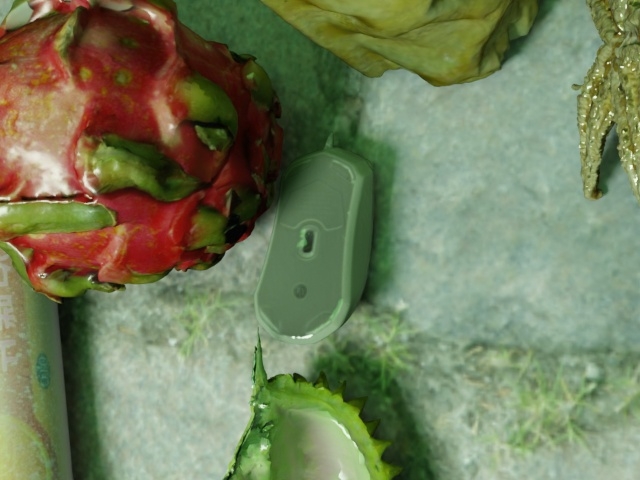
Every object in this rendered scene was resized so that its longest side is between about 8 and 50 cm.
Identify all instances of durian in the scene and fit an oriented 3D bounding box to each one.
[{"bbox_3d":[-0.056,0.259,0.855,0.158,0.169,0.351,9,55,44],"label":"durian"}]

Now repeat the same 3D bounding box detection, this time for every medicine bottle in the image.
[{"bbox_3d":[-0.285,0.047,1.030,0.108,0.108,0.426,-13,76,18],"label":"medicine bottle"}]

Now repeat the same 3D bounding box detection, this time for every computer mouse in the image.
[{"bbox_3d":[0.000,0.000,0.956,0.089,0.056,0.181,4,77,22],"label":"computer mouse"}]

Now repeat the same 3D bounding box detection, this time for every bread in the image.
[{"bbox_3d":[0.048,-0.241,0.872,0.196,0.252,0.238,-26,76,16],"label":"bread"}]

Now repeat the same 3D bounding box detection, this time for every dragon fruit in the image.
[{"bbox_3d":[-0.180,-0.078,0.931,0.303,0.237,0.231,-5,68,-6],"label":"dragon fruit"}]

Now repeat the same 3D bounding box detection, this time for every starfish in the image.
[{"bbox_3d":[0.213,-0.121,0.820,0.048,0.295,0.231,-1,113,-5],"label":"starfish"}]
